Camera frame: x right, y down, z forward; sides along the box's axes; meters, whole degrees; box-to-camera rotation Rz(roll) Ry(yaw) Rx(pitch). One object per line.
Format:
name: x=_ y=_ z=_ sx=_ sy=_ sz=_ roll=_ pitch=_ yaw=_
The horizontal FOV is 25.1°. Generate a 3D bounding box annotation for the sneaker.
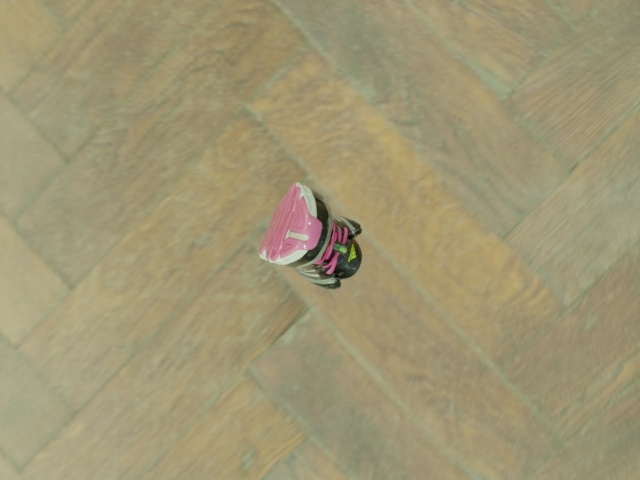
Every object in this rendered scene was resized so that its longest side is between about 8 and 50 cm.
sneaker: x=0.000 y=0.000 z=1.085 sx=0.075 sy=0.170 sz=0.063 roll=21 pitch=84 yaw=-6
